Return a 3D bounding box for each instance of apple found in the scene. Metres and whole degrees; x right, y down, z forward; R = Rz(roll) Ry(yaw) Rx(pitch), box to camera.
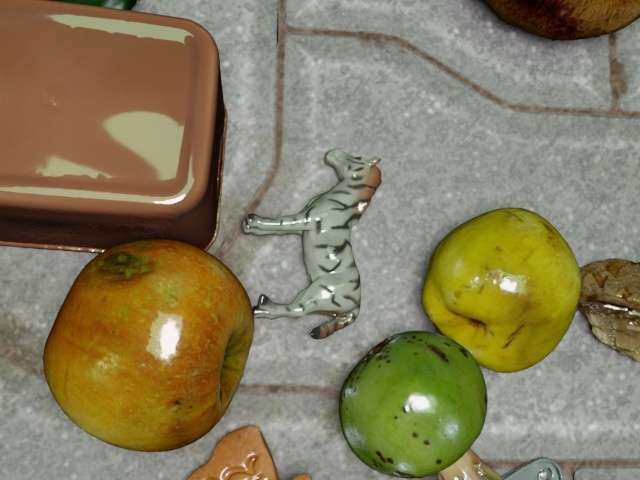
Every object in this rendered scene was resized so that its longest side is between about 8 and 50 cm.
[{"bbox_3d":[-0.193,0.115,0.815,0.207,0.237,0.237,18,78,10],"label":"apple"}]

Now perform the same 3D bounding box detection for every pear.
[{"bbox_3d":[0.227,0.055,0.903,0.199,0.200,0.200,1,80,-7],"label":"pear"}]

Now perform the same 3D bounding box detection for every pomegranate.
[{"bbox_3d":[0.127,0.221,0.866,0.181,0.181,0.224,-34,96,-11],"label":"pomegranate"}]

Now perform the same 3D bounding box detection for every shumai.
[{"bbox_3d":[0.399,0.085,0.977,0.139,0.105,0.123,24,35,-12],"label":"shumai"}]

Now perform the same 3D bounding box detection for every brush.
[{"bbox_3d":[0.179,0.344,0.907,0.296,0.060,0.068,-20,81,-10],"label":"brush"}]

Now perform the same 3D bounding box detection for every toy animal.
[{"bbox_3d":[-0.017,-0.007,0.929,0.169,0.090,0.255,12,82,-9],"label":"toy animal"}]

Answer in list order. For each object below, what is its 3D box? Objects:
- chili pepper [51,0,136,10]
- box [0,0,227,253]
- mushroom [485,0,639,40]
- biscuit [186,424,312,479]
[{"bbox_3d":[-0.356,-0.382,0.877,0.256,0.233,0.249,-17,79,-4],"label":"chili pepper"},{"bbox_3d":[-0.281,-0.123,0.839,0.339,0.229,0.240,5,79,-7],"label":"box"},{"bbox_3d":[0.325,-0.432,0.992,0.344,0.239,0.346,-4,69,10],"label":"mushroom"},{"bbox_3d":[-0.070,0.366,0.814,0.306,0.043,0.284,16,64,21],"label":"biscuit"}]
